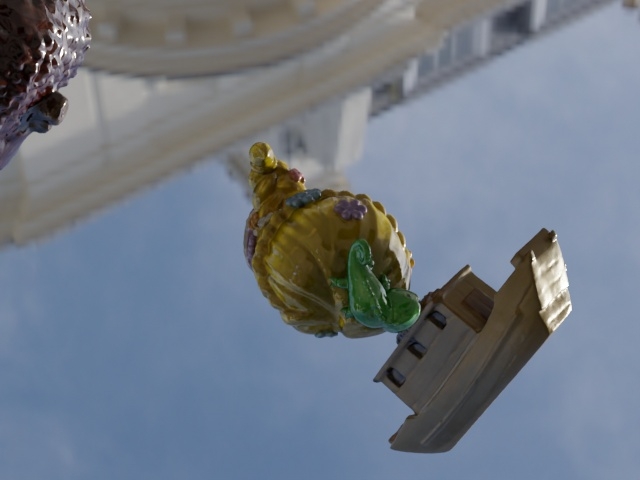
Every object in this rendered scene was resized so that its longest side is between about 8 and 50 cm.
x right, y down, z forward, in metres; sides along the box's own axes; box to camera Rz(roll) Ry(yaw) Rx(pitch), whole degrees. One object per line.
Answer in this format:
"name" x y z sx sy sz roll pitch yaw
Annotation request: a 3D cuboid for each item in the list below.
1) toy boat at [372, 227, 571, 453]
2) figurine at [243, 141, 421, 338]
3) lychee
"toy boat" 0.094 0.063 1.215 0.077 0.200 0.057 42 -136 8
"figurine" 0.000 0.000 1.144 0.095 0.115 0.156 -31 -157 -8
"lychee" -0.255 -0.140 1.353 0.194 0.194 0.194 -1 -130 1
